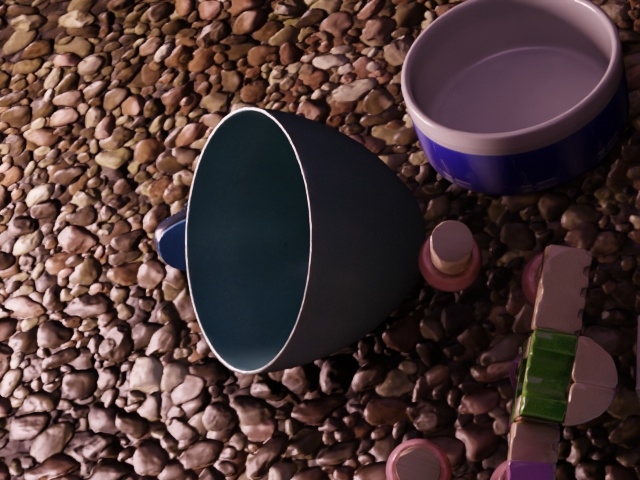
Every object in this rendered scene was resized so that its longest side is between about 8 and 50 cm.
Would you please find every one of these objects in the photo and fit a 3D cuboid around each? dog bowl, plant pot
[{"bbox_3d":[0.236,-0.182,2.173,0.264,0.104,0.265,-10,46,11],"label":"dog bowl"},{"bbox_3d":[0.000,0.000,2.001,0.195,0.290,0.290,0,36,-31],"label":"plant pot"}]

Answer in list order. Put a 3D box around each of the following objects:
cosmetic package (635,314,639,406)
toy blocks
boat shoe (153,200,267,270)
[{"bbox_3d":[0.445,0.125,1.838,0.239,0.060,0.099,-4,46,17],"label":"cosmetic package"},{"bbox_3d":[0.233,0.149,1.808,0.309,0.260,0.289,9,81,5],"label":"toy blocks"},{"bbox_3d":[-0.080,-0.032,2.168,0.258,0.109,0.089,-15,35,-17],"label":"boat shoe"}]
